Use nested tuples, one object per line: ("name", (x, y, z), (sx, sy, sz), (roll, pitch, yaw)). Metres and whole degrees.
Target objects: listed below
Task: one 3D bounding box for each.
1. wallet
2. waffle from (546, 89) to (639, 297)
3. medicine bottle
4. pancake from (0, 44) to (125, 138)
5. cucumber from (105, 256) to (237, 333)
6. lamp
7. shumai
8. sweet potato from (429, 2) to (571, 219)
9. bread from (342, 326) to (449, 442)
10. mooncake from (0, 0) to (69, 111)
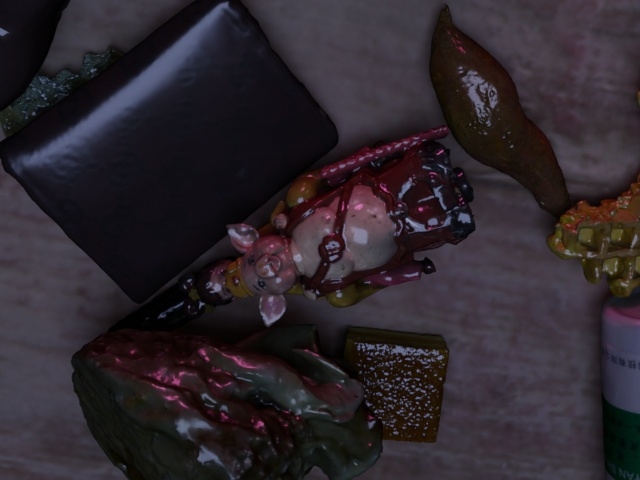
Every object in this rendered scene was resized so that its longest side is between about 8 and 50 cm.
("wallet", (-0.116, -0.075, 1.204), (0.229, 0.049, 0.182), (-37, 118, 6))
("waffle", (0.276, -0.046, 1.237), (0.149, 0.051, 0.194), (36, 104, -22))
("medicine bottle", (0.292, 0.171, 1.302), (0.095, 0.095, 0.260), (-7, 112, 1))
("pancake", (-0.193, -0.092, 1.221), (0.129, 0.023, 0.116), (-17, 114, 3))
("cucumber", (-0.122, 0.057, 1.274), (0.134, 0.034, 0.033), (-30, 104, 9))
("lamp", (0.000, 0.000, 1.208), (0.253, 0.118, 0.118), (-20, 110, -1))
("shumai", (-0.072, 0.134, 1.224), (0.218, 0.256, 0.189), (-22, 84, -17))
("sweet potato", (0.145, -0.085, 1.217), (0.068, 0.068, 0.226), (-33, 111, 10))
("bread", (0.061, 0.125, 1.306), (0.090, 0.035, 0.094), (4, 111, -3))
("mooncake", (-0.326, -0.200, 1.110), (0.306, 0.154, 0.306), (-1, 113, -2))
